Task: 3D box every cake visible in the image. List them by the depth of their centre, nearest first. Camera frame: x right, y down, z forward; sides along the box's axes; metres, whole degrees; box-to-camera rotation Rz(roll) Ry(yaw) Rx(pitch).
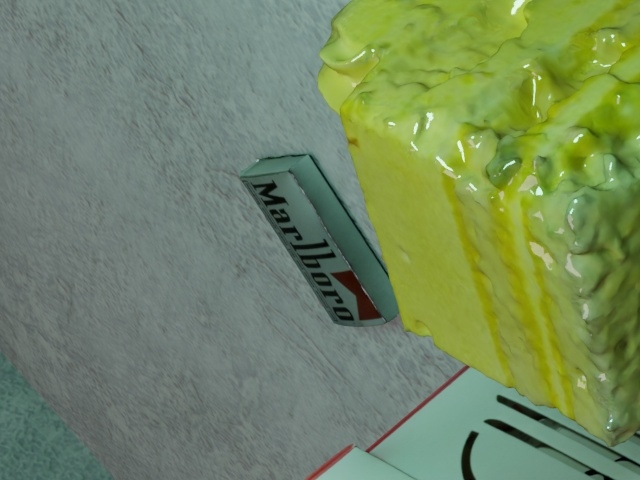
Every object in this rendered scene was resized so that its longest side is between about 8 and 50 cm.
[{"bbox_3d":[0.147,-0.052,1.277,0.286,0.222,0.227,28,147,44],"label":"cake"}]

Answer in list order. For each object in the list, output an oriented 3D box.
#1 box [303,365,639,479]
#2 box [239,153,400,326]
[{"bbox_3d":[0.210,0.280,1.555,0.314,0.300,0.312,25,145,47],"label":"box"},{"bbox_3d":[0.000,0.000,1.886,0.177,0.036,0.115,57,157,-13],"label":"box"}]
